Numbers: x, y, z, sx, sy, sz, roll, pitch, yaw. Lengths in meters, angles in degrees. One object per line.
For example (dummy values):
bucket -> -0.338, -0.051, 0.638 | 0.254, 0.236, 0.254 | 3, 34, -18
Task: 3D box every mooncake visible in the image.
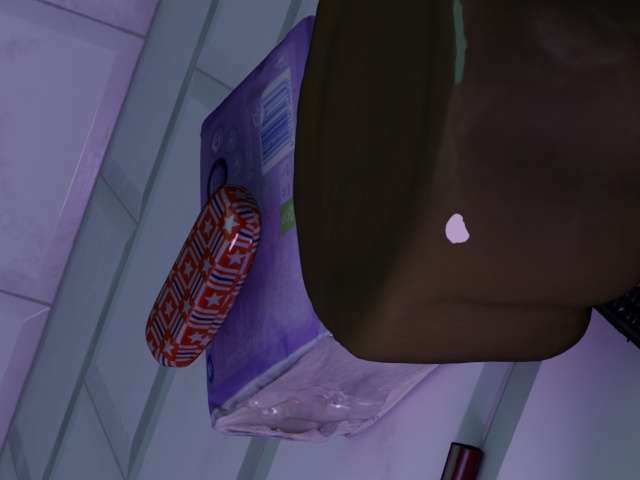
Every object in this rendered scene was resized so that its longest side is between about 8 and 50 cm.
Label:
mooncake -> 0.120, -0.091, 1.165 | 0.378, 0.201, 0.378 | -175, 90, -74

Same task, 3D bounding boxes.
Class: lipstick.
lipstick -> 0.093, 0.250, 1.293 | 0.027, 0.027, 0.176 | -162, 89, -71

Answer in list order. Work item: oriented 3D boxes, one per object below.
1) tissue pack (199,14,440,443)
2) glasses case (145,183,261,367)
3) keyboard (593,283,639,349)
tissue pack -> 0.000, 0.000, 1.513 | 0.242, 0.160, 0.338 | -41, 46, 50
glasses case -> -0.102, 0.038, 1.461 | 0.194, 0.049, 0.073 | -60, 40, 31
keyboard -> 0.228, 0.028, 1.114 | 0.093, 0.025, 0.230 | -66, 19, 10
